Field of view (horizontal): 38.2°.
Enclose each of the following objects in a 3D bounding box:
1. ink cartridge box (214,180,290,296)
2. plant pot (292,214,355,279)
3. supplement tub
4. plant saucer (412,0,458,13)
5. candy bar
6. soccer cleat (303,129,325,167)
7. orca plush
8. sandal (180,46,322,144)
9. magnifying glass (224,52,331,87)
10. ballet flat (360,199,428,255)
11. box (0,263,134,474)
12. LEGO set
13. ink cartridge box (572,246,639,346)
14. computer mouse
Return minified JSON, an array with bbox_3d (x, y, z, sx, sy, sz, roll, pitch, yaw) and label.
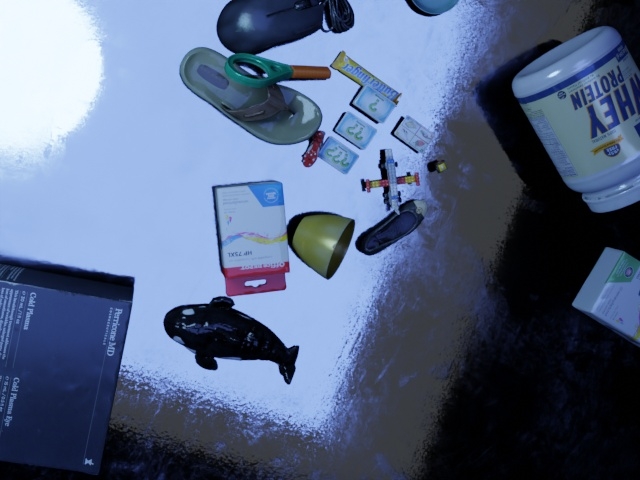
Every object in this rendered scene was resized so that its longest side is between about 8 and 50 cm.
[{"bbox_3d":[-0.136,0.000,1.869,0.134,0.078,0.230,-7,97,-10],"label":"ink cartridge box"},{"bbox_3d":[0.000,0.000,1.880,0.095,0.134,0.134,24,91,13],"label":"plant pot"},{"bbox_3d":[0.567,-0.245,1.894,0.235,0.235,0.324,-34,101,-6],"label":"supplement tub"},{"bbox_3d":[0.235,-0.527,1.912,0.119,0.021,0.119,-1,96,-11],"label":"plant saucer"},{"bbox_3d":[0.098,-0.331,1.909,0.162,0.018,0.040,33,89,-11],"label":"candy bar"},{"bbox_3d":[-0.011,-0.188,1.899,0.029,0.036,0.083,27,112,15],"label":"soccer cleat"},{"bbox_3d":[-0.176,0.216,1.870,0.287,0.102,0.151,34,89,-12],"label":"orca plush"},{"bbox_3d":[-0.140,-0.281,1.834,0.303,0.086,0.120,25,89,-11],"label":"sandal"},{"bbox_3d":[-0.082,-0.334,1.827,0.231,0.092,0.026,-6,137,-31],"label":"magnifying glass"},{"bbox_3d":[0.158,-0.023,1.935,0.173,0.049,0.057,-38,98,-5],"label":"ballet flat"},{"bbox_3d":[-0.542,0.239,1.766,0.313,0.179,0.343,12,94,-11],"label":"box"},{"bbox_3d":[0.143,-0.178,1.909,0.244,0.060,0.182,34,96,-12],"label":"LEGO set"},{"bbox_3d":[0.690,0.135,2.030,0.212,0.093,0.154,31,89,-14],"label":"ink cartridge box"},{"bbox_3d":[-0.076,-0.462,1.836,0.272,0.072,0.188,-26,101,-7],"label":"computer mouse"}]
